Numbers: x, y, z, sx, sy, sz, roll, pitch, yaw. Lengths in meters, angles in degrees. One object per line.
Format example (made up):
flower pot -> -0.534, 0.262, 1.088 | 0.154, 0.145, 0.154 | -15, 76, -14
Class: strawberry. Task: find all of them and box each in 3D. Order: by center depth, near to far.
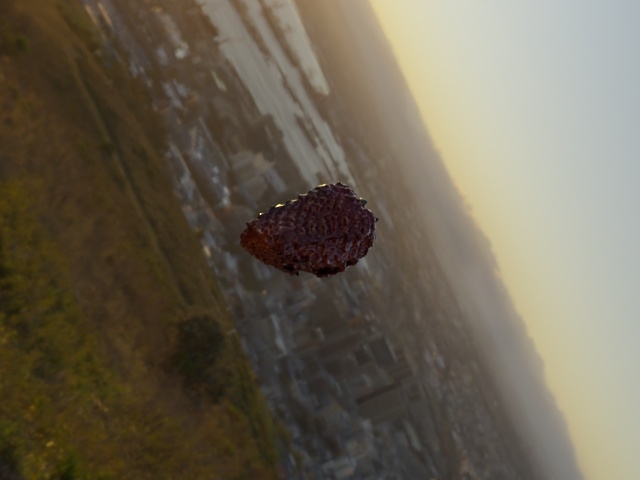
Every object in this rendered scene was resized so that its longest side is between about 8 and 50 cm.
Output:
strawberry -> 0.000, 0.000, 1.552 | 0.286, 0.188, 0.106 | -14, 51, -45
